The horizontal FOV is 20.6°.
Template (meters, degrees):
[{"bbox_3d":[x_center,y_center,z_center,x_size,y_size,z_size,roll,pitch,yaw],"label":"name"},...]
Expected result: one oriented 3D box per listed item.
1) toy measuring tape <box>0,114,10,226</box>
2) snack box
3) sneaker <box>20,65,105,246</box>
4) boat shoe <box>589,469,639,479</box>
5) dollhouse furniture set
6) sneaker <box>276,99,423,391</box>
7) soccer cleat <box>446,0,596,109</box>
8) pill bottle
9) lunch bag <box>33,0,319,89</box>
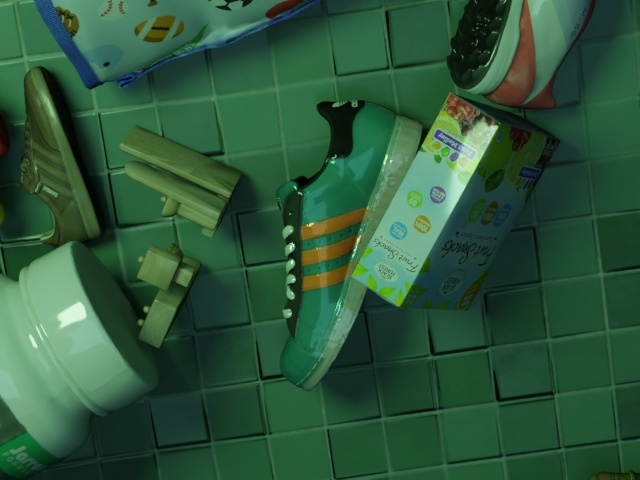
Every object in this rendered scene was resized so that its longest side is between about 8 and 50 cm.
[{"bbox_3d":[-0.398,-0.153,1.750,0.121,0.121,0.330,-23,113,4],"label":"toy measuring tape"},{"bbox_3d":[0.138,-0.033,1.763,0.070,0.174,0.207,34,103,25],"label":"snack box"},{"bbox_3d":[-0.281,-0.081,1.803,0.071,0.066,0.188,-17,102,4],"label":"sneaker"},{"bbox_3d":[0.314,0.397,1.904,0.104,0.111,0.307,8,93,1],"label":"boat shoe"},{"bbox_3d":[-0.177,-0.006,1.796,0.123,0.144,0.151,25,116,-1],"label":"dollhouse furniture set"},{"bbox_3d":[0.000,0.000,1.810,0.121,0.108,0.302,20,94,-4],"label":"sneaker"},{"bbox_3d":[0.237,-0.284,1.759,0.116,0.108,0.318,18,98,-29],"label":"soccer cleat"},{"bbox_3d":[-0.359,0.159,1.763,0.361,0.204,0.204,-29,101,6],"label":"pill bottle"},{"bbox_3d":[-0.151,-0.354,1.654,0.328,0.239,0.385,-23,125,3],"label":"lunch bag"}]
